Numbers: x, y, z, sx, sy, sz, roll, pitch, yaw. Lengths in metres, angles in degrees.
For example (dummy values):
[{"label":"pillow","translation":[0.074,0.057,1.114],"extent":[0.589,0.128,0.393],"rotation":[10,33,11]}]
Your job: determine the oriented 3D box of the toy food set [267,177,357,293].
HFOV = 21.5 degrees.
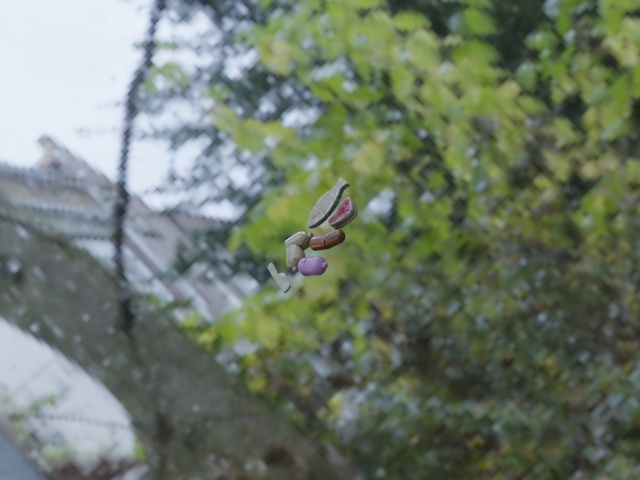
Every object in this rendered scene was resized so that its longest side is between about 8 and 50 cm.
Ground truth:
[{"label":"toy food set","translation":[0.000,0.000,1.721],"extent":[0.019,0.078,0.122],"rotation":[36,-79,-33]}]
